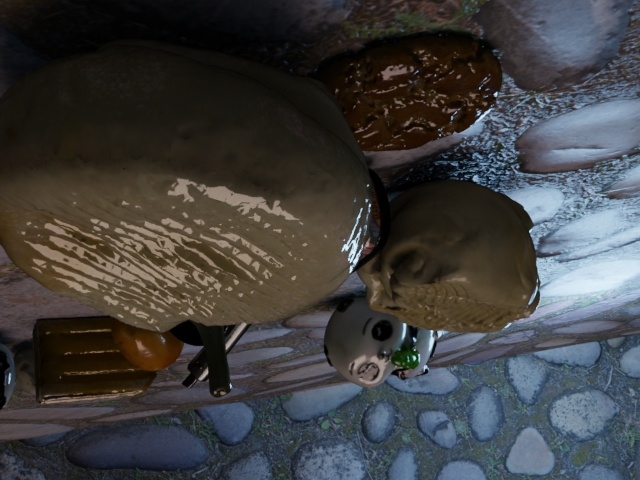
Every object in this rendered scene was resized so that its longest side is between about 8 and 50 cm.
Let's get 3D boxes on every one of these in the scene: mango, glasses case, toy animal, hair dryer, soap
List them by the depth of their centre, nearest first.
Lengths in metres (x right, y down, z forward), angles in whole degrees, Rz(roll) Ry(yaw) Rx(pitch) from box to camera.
[{"bbox_3d":[0.000,0.000,1.151,0.082,0.122,0.321,-4,162,-30],"label":"glasses case"},{"bbox_3d":[-0.169,0.168,1.400,0.155,0.284,0.320,30,-176,25],"label":"hair dryer"},{"bbox_3d":[-0.322,0.167,1.483,0.126,0.154,0.252,-15,177,-6],"label":"mango"},{"bbox_3d":[-0.438,0.238,1.602,0.257,0.161,0.080,1,162,-28],"label":"soap"},{"bbox_3d":[-0.679,0.266,1.609,0.138,0.166,0.179,8,172,-10],"label":"toy animal"},{"bbox_3d":[0.143,0.230,1.824,0.212,0.213,0.266,-24,165,38],"label":"toy animal"}]

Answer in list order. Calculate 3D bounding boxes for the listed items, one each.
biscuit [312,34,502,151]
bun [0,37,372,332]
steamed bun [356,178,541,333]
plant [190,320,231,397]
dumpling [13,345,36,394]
[{"bbox_3d":[0.091,-0.151,0.863,0.225,0.042,0.226,-8,162,-2],"label":"biscuit"},{"bbox_3d":[-0.121,-0.060,0.743,0.364,0.220,0.365,4,153,2],"label":"bun"},{"bbox_3d":[0.192,0.011,1.180,0.275,0.203,0.289,-3,157,32],"label":"steamed bun"},{"bbox_3d":[-0.145,0.033,1.084,0.261,0.297,0.306,-35,166,-42],"label":"plant"},{"bbox_3d":[-0.599,0.278,1.739,0.136,0.119,0.199,-16,-164,-30],"label":"dumpling"}]
